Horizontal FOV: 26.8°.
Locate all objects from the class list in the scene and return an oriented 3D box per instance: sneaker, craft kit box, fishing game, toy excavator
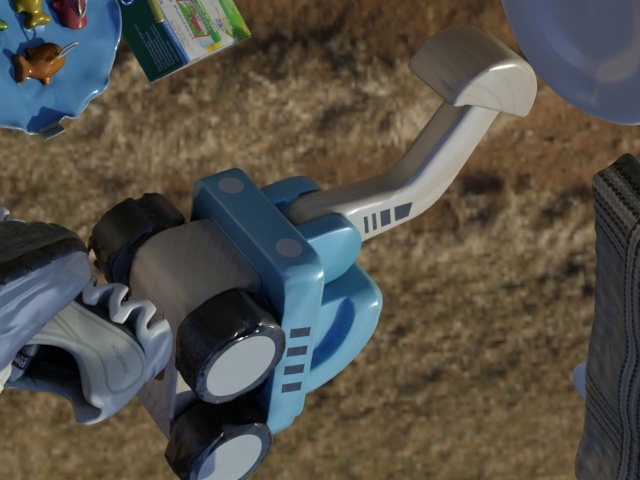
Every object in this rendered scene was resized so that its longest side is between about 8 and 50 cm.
[{"bbox_3d":[-0.277,0.056,1.185,0.292,0.118,0.110,29,137,5],"label":"sneaker"},{"bbox_3d":[-0.195,-0.322,1.571,0.061,0.246,0.250,-25,97,23],"label":"craft kit box"},{"bbox_3d":[-0.216,-0.169,0.981,0.041,0.264,0.189,-4,111,43],"label":"fishing game"},{"bbox_3d":[0.000,0.000,1.433,0.445,0.222,0.433,-21,140,-31],"label":"toy excavator"},{"bbox_3d":[-0.262,0.095,0.824,0.297,0.111,0.129,-37,124,-15],"label":"sneaker"}]

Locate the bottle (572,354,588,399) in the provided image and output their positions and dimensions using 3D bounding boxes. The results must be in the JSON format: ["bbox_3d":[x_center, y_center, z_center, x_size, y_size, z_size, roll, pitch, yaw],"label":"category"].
[{"bbox_3d":[0.416,0.102,1.653,0.092,0.283,0.118,33,141,28],"label":"bottle"}]

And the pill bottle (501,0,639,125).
[{"bbox_3d":[0.365,-0.282,1.184,0.392,0.224,0.224,-32,159,-25],"label":"pill bottle"}]

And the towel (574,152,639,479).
[{"bbox_3d":[0.210,0.162,0.711,0.056,0.312,0.324,-19,139,-8],"label":"towel"}]
